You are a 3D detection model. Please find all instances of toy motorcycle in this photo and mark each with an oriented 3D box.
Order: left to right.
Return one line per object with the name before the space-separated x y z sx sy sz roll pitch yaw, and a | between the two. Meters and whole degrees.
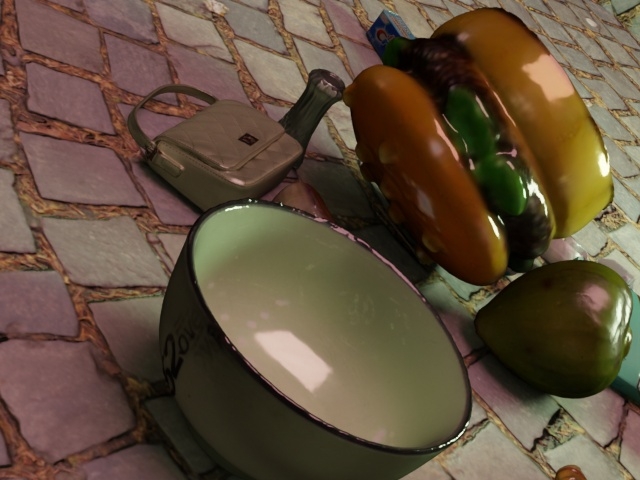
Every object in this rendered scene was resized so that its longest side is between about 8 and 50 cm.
toy motorcycle | 0.474 0.086 2.068 0.254 0.112 0.112 40 29 2

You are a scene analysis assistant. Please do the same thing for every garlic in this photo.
garlic | -0.001 0.004 1.651 0.129 0.090 0.198 22 26 -50

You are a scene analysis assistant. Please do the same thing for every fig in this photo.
fig | 0.336 0.123 1.767 0.225 0.202 0.203 8 28 10

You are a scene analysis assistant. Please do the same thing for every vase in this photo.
vase | -0.023 -0.186 1.825 0.081 0.148 0.081 27 31 -18

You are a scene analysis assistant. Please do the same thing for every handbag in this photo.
handbag | -0.155 -0.141 1.693 0.219 0.079 0.256 36 27 4

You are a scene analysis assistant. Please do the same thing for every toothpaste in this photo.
toothpaste | 0.172 -0.331 2.334 0.053 0.066 0.272 10 39 -39

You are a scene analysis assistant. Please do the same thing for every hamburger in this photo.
hamburger | 0.217 -0.116 1.781 0.395 0.278 0.396 57 -6 9

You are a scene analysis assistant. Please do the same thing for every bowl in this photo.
bowl | -0.032 0.140 1.312 0.354 0.185 0.353 28 30 -18

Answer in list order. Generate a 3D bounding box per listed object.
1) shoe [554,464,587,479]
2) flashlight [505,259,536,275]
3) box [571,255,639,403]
shoe | 0.328 0.343 1.550 0.069 0.072 0.109 -41 120 -72
flashlight | 0.324 0.026 2.019 0.051 0.051 0.129 46 26 14
box | 0.472 0.149 1.946 0.229 0.041 0.162 32 57 -11
